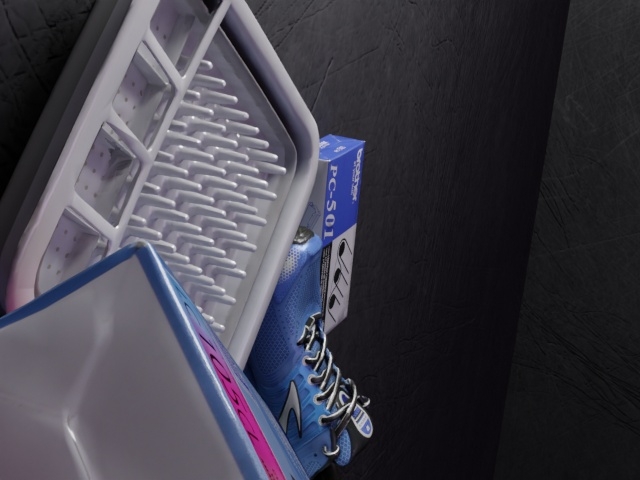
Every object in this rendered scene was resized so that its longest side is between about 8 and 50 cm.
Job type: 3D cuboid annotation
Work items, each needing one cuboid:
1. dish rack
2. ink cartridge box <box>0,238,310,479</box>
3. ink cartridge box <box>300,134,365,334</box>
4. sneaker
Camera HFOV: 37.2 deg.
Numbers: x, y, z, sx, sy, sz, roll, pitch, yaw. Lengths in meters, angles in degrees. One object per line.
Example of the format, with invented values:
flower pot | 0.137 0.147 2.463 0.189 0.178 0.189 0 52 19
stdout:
dish rack | -0.112 -0.027 0.693 0.333 0.072 0.286 52 54 -62
ink cartridge box | -0.061 0.215 0.596 0.151 0.270 0.395 -27 152 -5
ink cartridge box | 0.000 0.000 1.006 0.097 0.046 0.207 -35 134 -60
sneaker | -0.011 0.139 0.931 0.130 0.147 0.330 -43 141 -53
